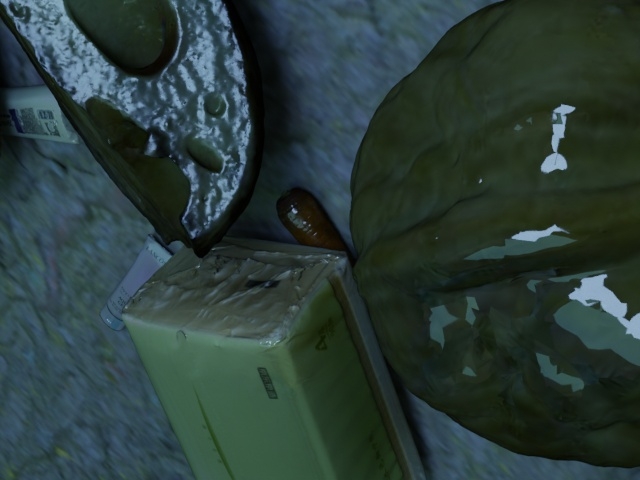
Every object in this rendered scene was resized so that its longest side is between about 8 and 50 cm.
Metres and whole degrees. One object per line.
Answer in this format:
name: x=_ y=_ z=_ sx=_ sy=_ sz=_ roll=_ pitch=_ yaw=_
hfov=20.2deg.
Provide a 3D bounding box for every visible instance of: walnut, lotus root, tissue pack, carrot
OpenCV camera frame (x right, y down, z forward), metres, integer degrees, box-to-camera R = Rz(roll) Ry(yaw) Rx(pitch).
walnut: x=0.159 y=-0.006 z=1.088 sx=0.253 sy=0.282 sz=0.277 roll=22 pitch=155 yaw=-37
lotus root: x=-0.140 y=-0.151 z=1.298 sx=0.314 sy=0.142 sz=0.210 roll=56 pitch=171 yaw=-18
tissue pack: x=-0.034 y=0.120 z=1.393 sx=0.159 sy=0.125 sz=0.234 roll=8 pitch=131 yaw=35
carrot: x=0.000 y=0.000 z=1.368 sx=0.032 sy=0.032 sz=0.093 roll=-23 pitch=108 yaw=43

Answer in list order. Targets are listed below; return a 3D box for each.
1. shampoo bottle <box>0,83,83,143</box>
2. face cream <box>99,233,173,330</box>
shampoo bottle: x=-0.250 y=-0.107 z=1.467 sx=0.141 sy=0.034 sz=0.049 roll=6 pitch=129 yaw=33
face cream: x=-0.153 y=0.037 z=1.511 sx=0.038 sy=0.020 sz=0.115 roll=44 pitch=133 yaw=2
